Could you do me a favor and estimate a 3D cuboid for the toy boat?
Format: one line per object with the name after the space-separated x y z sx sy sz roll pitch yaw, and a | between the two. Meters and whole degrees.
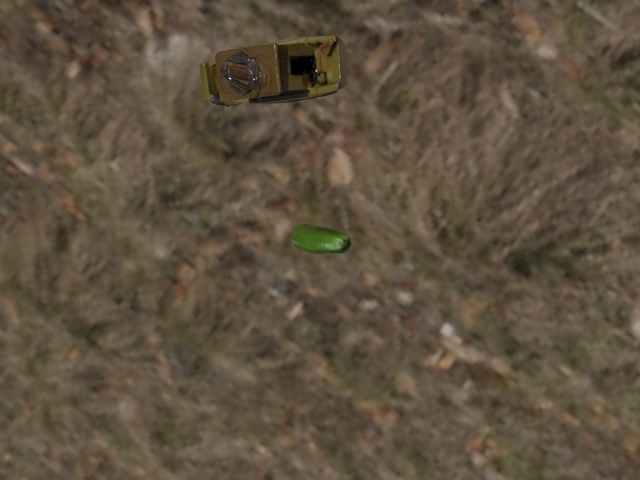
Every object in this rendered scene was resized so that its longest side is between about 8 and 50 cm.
-0.050 -0.151 1.342 0.077 0.057 0.200 -10 -173 -35 | toy boat

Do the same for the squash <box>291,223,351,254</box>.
-0.001 0.000 1.236 0.027 0.027 0.089 40 167 -20 | squash
